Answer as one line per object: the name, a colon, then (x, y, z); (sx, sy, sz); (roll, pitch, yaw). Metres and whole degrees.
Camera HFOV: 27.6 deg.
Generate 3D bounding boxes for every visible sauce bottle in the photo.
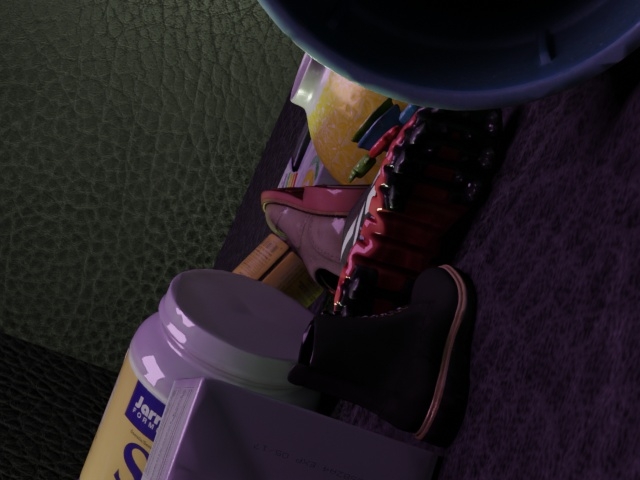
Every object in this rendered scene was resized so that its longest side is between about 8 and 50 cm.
sauce bottle: (-0.127, 0.123, 1.753); (0.344, 0.111, 0.111); (-44, 6, -6)

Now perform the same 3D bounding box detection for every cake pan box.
cake pan box: (0.006, -0.117, 2.017); (0.267, 0.070, 0.246); (-95, 28, -61)

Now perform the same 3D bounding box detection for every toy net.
toy net: (0.101, -0.162, 1.422); (0.232, 0.045, 0.122); (-49, -5, 39)

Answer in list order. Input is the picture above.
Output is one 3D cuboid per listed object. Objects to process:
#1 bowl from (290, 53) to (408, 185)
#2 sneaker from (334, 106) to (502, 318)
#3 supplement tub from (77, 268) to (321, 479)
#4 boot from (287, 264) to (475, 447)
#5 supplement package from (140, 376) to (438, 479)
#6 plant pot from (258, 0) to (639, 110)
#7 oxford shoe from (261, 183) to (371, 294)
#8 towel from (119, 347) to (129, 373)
bowl: (0.054, -0.203, 1.648); (0.289, 0.156, 0.289); (-159, 90, -82)
sneaker: (0.086, -0.037, 1.231); (0.135, 0.097, 0.276); (-95, 25, -66)
supplement tub: (-0.142, 0.227, 1.577); (0.241, 0.241, 0.331); (-90, 22, -68)
boot: (0.051, 0.067, 1.071); (0.198, 0.137, 0.077); (-81, 15, -58)
supplement package: (-0.053, 0.239, 1.107); (0.262, 0.199, 0.198); (150, 140, -77)
plant pot: (0.122, -0.312, 0.991); (0.334, 0.341, 0.341); (-67, 1, -65)
oxford shoe: (0.000, 0.000, 1.563); (0.348, 0.123, 0.130); (-176, 85, -77)
towel: (-0.287, 0.321, 1.959); (0.317, 0.053, 0.332); (58, -132, -82)
